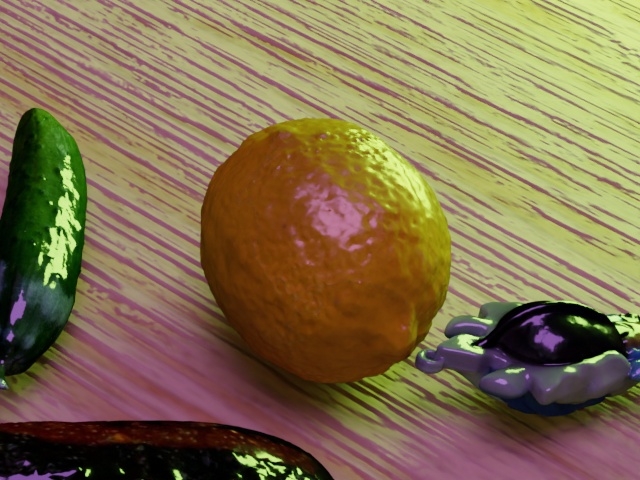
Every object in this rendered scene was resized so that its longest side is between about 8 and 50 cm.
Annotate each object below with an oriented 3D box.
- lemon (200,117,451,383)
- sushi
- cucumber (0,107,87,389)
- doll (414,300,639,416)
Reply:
[{"bbox_3d":[0.000,0.000,0.888,0.142,0.142,0.187,-15,42,-22],"label":"lemon"},{"bbox_3d":[-0.085,0.162,0.713,0.225,0.136,0.126,2,41,-16],"label":"sushi"},{"bbox_3d":[-0.171,0.003,0.921,0.056,0.056,0.250,4,43,-5],"label":"cucumber"},{"bbox_3d":[0.146,0.066,0.895,0.195,0.070,0.096,0,29,-19],"label":"doll"}]
